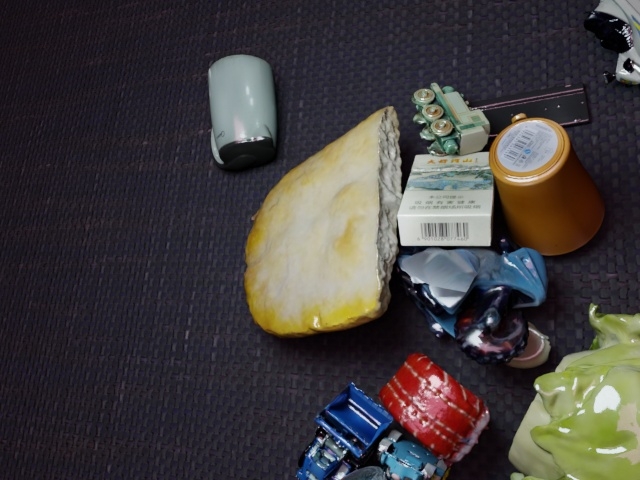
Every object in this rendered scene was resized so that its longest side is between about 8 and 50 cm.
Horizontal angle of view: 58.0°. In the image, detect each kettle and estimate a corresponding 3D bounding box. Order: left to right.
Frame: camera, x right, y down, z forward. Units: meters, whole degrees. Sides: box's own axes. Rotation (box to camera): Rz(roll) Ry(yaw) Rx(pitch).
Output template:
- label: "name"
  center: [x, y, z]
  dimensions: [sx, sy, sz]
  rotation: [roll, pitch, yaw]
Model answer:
- label: "kettle"
  center: [-0.199, -0.288, 1.400]
  dimensions: [0.221, 0.161, 0.236]
  rotation: [-25, 66, 42]

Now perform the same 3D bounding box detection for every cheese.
- label: "cheese"
  center: [0.347, 0.182, 1.091]
  dimensions: [0.171, 0.047, 0.092]
  rotation: [21, 84, 30]

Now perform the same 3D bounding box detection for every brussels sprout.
- label: "brussels sprout"
  center: [0.481, 0.332, 0.828]
  dimensions: [0.361, 0.342, 0.425]
  rotation: [29, 96, 33]

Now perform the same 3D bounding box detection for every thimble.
- label: "thimble"
  center: [0.199, 0.293, 1.037]
  dimensions: [0.163, 0.189, 0.125]
  rotation: [40, 87, -19]

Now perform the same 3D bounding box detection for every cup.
- label: "cup"
  center: [0.402, -0.116, 1.060]
  dimensions: [0.182, 0.264, 0.226]
  rotation: [-19, 56, 23]

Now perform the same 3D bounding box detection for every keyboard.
- label: "keyboard"
  center: [0.400, -0.269, 1.231]
  dimensions: [0.309, 0.018, 0.101]
  rotation: [-7, 72, 18]

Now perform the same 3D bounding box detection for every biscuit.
- label: "biscuit"
  center: [0.001, 0.000, 1.182]
  dimensions: [0.446, 0.104, 0.429]
  rotation: [-28, 52, 37]

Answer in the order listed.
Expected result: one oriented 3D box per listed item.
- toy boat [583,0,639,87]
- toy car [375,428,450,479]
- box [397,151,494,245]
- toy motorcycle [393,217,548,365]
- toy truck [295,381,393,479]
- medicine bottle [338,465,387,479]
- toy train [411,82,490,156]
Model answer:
- label: "toy boat"
  center: [0.608, -0.390, 1.132]
  dimensions: [0.140, 0.141, 0.269]
  rotation: [-16, 71, 15]
- label: "toy car"
  center: [0.153, 0.418, 1.032]
  dimensions: [0.126, 0.161, 0.098]
  rotation: [22, 93, 24]
- label: "box"
  center: [0.251, -0.086, 1.118]
  dimensions: [0.164, 0.069, 0.256]
  rotation: [0, 33, 18]
- label: "toy motorcycle"
  center: [0.261, 0.052, 1.114]
  dimensions: [0.232, 0.172, 0.416]
  rotation: [-38, 49, -10]
- label: "toy truck"
  center: [0.034, 0.384, 1.082]
  dimensions: [0.113, 0.126, 0.208]
  rotation: [33, 104, 24]
- label: "medicine bottle"
  center: [0.117, 0.536, 0.966]
  dimensions: [0.141, 0.141, 0.293]
  rotation: [-25, 88, 12]
- label: "toy train"
  center: [0.267, -0.257, 1.212]
  dimensions: [0.125, 0.081, 0.194]
  rotation: [-13, 52, -4]
